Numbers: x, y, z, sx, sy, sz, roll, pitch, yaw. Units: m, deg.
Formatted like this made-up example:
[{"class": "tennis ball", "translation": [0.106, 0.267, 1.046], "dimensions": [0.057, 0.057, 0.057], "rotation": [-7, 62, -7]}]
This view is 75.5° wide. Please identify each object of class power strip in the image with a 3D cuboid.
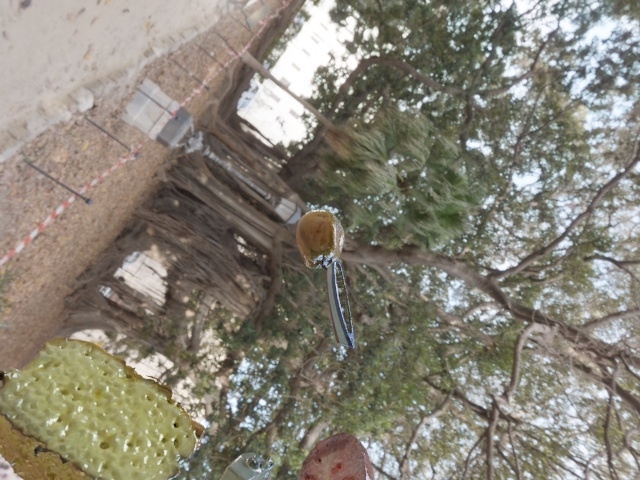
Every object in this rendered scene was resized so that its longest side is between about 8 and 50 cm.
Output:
[{"class": "power strip", "translation": [-0.167, 0.457, 0.628], "dimensions": [0.048, 0.080, 0.286], "rotation": [26, -92, 26]}]

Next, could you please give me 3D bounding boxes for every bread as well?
[{"class": "bread", "translation": [-0.276, 0.235, 0.496], "dimensions": [0.140, 0.229, 0.143], "rotation": [-52, -179, 26]}]

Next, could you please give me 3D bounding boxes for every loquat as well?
[{"class": "loquat", "translation": [0.000, 0.000, 0.926], "dimensions": [0.137, 0.112, 0.137], "rotation": [-179, -90, -84]}]

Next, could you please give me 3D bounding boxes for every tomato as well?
[{"class": "tomato", "translation": [0.043, 0.580, 0.975], "dimensions": [0.224, 0.085, 0.225], "rotation": [-32, -153, 19]}]

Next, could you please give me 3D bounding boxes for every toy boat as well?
[{"class": "toy boat", "translation": [0.049, 0.163, 1.067], "dimensions": [0.045, 0.080, 0.229], "rotation": [-12, -102, 18]}]

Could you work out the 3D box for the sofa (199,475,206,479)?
[{"class": "sofa", "translation": [-0.311, 0.708, 0.949], "dimensions": [0.176, 0.210, 0.226], "rotation": [-21, 147, -40]}]
